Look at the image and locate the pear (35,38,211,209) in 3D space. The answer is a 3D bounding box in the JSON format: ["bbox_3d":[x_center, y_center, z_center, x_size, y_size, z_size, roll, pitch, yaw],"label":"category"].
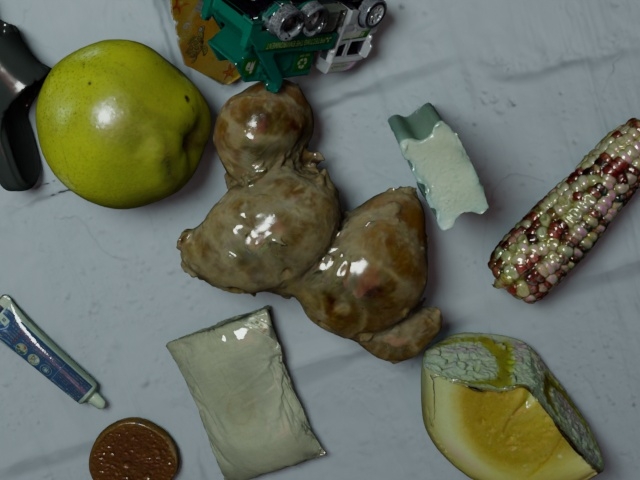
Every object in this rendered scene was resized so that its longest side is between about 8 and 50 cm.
[{"bbox_3d":[-0.229,-0.130,1.034,0.198,0.198,0.198,0,104,0],"label":"pear"}]

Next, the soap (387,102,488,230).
[{"bbox_3d":[0.132,-0.093,1.040,0.063,0.198,0.115,-26,105,7],"label":"soap"}]

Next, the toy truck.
[{"bbox_3d":[-0.033,-0.234,1.003,0.110,0.216,0.116,42,128,26],"label":"toy truck"}]

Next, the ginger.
[{"bbox_3d":[0.000,0.000,1.077,0.375,0.176,0.256,38,91,-9],"label":"ginger"}]

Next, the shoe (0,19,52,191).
[{"bbox_3d":[-0.356,-0.179,1.065,0.093,0.108,0.241,-7,111,5],"label":"shoe"}]

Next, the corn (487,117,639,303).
[{"bbox_3d":[0.315,-0.039,1.109,0.092,0.092,0.280,38,99,-9],"label":"corn"}]

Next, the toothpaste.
[{"bbox_3d":[-0.357,0.154,1.183,0.197,0.035,0.057,43,94,-7],"label":"toothpaste"}]

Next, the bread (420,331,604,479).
[{"bbox_3d":[0.222,0.221,1.151,0.156,0.158,0.261,-37,102,19],"label":"bread"}]

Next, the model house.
[{"bbox_3d":[-0.127,-0.312,1.034,0.136,0.207,0.219,42,111,25],"label":"model house"}]

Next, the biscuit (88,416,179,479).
[{"bbox_3d":[-0.249,0.322,1.229,0.124,0.026,0.175,-8,103,3],"label":"biscuit"}]

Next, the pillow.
[{"bbox_3d":[-0.097,0.210,1.192,0.148,0.050,0.230,-17,103,11],"label":"pillow"}]
